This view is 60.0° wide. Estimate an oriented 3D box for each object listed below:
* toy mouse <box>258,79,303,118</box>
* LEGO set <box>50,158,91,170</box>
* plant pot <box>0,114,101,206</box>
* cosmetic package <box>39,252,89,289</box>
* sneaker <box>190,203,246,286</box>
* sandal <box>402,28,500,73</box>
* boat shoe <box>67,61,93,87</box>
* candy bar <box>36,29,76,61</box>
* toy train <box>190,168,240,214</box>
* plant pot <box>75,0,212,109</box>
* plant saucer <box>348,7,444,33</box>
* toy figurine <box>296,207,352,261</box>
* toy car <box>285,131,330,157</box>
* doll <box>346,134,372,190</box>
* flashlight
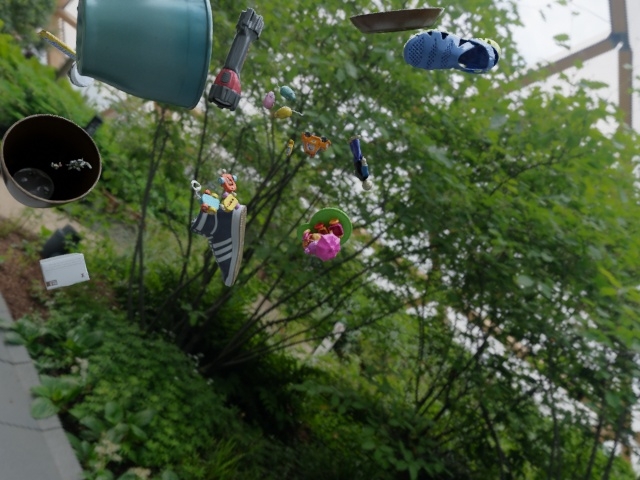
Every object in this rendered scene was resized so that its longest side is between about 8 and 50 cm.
[{"bbox_3d":[-0.148,-0.494,1.924,0.161,0.143,0.031,-7,-2,13],"label":"toy mouse"},{"bbox_3d":[-0.560,-0.174,1.247,0.083,0.023,0.054,3,-9,-25],"label":"LEGO set"},{"bbox_3d":[-0.687,-0.165,1.366,0.215,0.215,0.230,38,-34,-25],"label":"plant pot"},{"bbox_3d":[-0.768,0.088,1.655,0.231,0.117,0.085,-4,-80,61],"label":"cosmetic package"},{"bbox_3d":[-0.316,0.007,1.692,0.153,0.282,0.099,10,29,-2],"label":"sneaker"},{"bbox_3d":[0.418,-0.586,1.738,0.317,0.126,0.138,2,30,2],"label":"sandal"},{"bbox_3d":[-0.845,-0.593,1.943,0.228,0.076,0.080,-98,167,-48],"label":"boat shoe"},{"bbox_3d":[-0.817,-0.612,1.762,0.040,0.018,0.161,-10,-31,36],"label":"candy bar"},{"bbox_3d":[-0.290,-0.127,1.538,0.166,0.046,0.125,-22,81,-51],"label":"toy train"},{"bbox_3d":[-0.407,-0.448,1.245,0.255,0.271,0.272,1,16,-28],"label":"plant pot"},{"bbox_3d":[0.159,-0.459,1.163,0.199,0.036,0.198,-4,18,1],"label":"plant saucer"},{"bbox_3d":[0.000,0.000,1.597,0.159,0.173,0.130,-73,146,-63],"label":"toy figurine"},{"bbox_3d":[-0.026,-0.173,1.063,0.060,0.040,0.122,20,-10,-19],"label":"toy car"},{"bbox_3d":[0.137,-0.261,1.901,0.129,0.046,0.189,146,-70,-76],"label":"doll"},{"bbox_3d":[-0.261,-0.565,1.749,0.103,0.304,0.103,26,-10,-40],"label":"flashlight"}]
